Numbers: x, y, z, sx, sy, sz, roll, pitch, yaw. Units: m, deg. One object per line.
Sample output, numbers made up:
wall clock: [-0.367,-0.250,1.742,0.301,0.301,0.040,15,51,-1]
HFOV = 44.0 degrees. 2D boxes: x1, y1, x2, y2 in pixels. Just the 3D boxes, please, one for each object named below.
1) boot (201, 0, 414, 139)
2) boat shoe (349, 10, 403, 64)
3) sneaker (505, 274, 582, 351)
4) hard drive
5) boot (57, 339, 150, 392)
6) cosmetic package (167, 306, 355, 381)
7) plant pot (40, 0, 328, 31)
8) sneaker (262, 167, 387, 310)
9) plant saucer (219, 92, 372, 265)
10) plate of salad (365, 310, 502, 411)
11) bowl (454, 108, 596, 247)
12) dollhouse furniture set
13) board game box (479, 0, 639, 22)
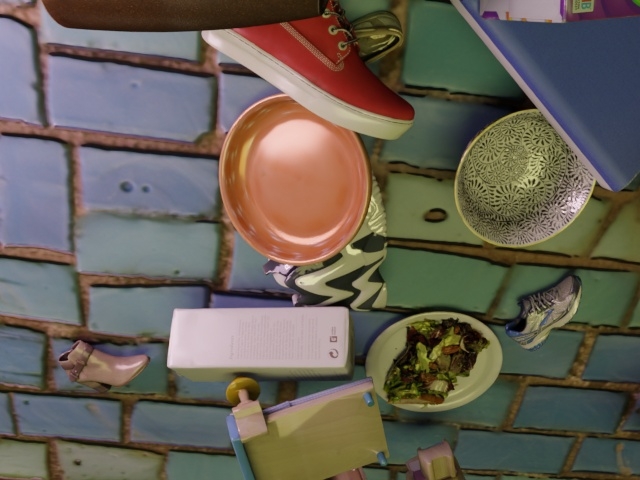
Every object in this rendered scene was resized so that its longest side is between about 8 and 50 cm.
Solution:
boot: [0.017,-0.226,0.803,0.244,0.088,0.176,33,112,3]
boat shoe: [0.018,-0.203,0.875,0.153,0.048,0.056,-19,123,12]
sneaker: [0.304,0.096,1.086,0.058,0.052,0.135,26,120,-12]
hard drive: [0.288,-0.230,0.821,0.210,0.040,0.319,-48,115,0]
boot: [-0.315,0.173,1.135,0.118,0.042,0.087,-33,117,20]
cosmetic package: [-0.073,0.139,1.050,0.231,0.085,0.117,0,161,7]
plant pot: [-0.101,-0.273,0.699,0.231,0.215,0.215,13,124,4]
sneaker: [0.000,0.000,0.987,0.153,0.094,0.235,-10,135,-5]
plant saucer: [-0.027,-0.071,0.922,0.200,0.037,0.199,6,103,28]
plate of salad: [0.165,0.185,1.146,0.200,0.048,0.199,0,124,0]
bowl: [0.228,-0.085,0.934,0.170,0.080,0.170,-4,117,-8]
dollhouse furniture set: [0.029,0.255,1.106,0.286,0.198,0.303,-18,121,-6]
board game box: [0.299,-0.279,0.707,0.275,0.142,0.144,-10,110,-16]
